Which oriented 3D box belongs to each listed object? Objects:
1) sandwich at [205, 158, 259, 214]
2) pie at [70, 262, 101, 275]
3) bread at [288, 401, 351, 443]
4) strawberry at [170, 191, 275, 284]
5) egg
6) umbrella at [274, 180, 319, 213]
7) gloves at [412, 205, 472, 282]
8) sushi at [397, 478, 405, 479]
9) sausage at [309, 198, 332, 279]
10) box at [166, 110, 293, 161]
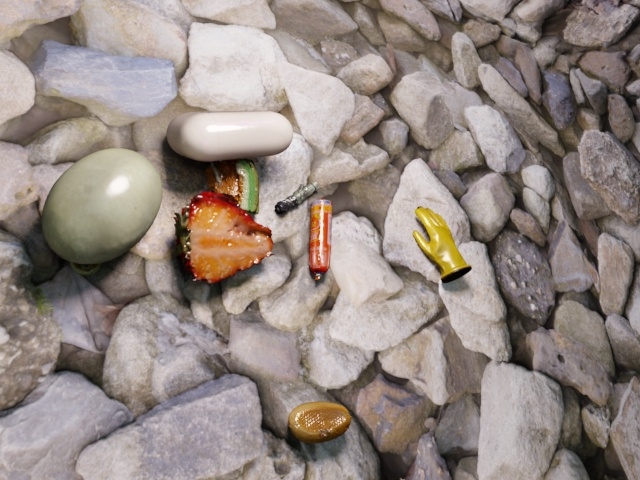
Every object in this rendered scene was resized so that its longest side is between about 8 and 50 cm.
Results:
[{"bbox_3d":[-0.269,-0.163,1.680,0.159,0.109,0.185,-9,96,-9],"label":"sandwich"},{"bbox_3d":[-0.637,0.055,1.477,0.084,0.021,0.084,9,66,-21],"label":"pie"},{"bbox_3d":[-0.005,0.521,1.549,0.189,0.077,0.114,3,48,-23],"label":"bread"},{"bbox_3d":[-0.304,-0.022,1.599,0.280,0.150,0.254,-23,101,-33],"label":"strawberry"},{"bbox_3d":[-0.571,-0.093,1.433,0.258,0.258,0.352,40,59,-5],"label":"egg"},{"bbox_3d":[-0.076,-0.149,1.808,0.188,0.046,0.050,-36,123,-32],"label":"umbrella"},{"bbox_3d":[0.430,-0.002,1.971,0.133,0.116,0.295,7,53,-52],"label":"gloves"},{"bbox_3d":[0.276,0.758,1.574,0.150,0.090,0.078,36,67,-1],"label":"sushi"},{"bbox_3d":[0.000,0.000,1.770,0.074,0.074,0.274,10,66,-21],"label":"sausage"},{"bbox_3d":[-0.278,-0.326,1.661,0.348,0.288,0.141,-10,109,-28],"label":"box"}]
